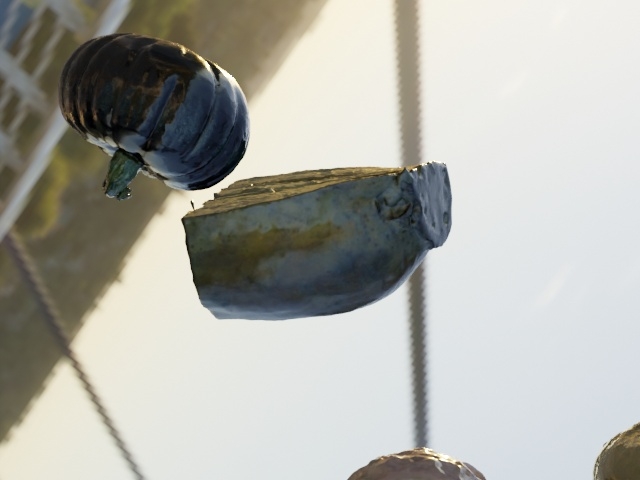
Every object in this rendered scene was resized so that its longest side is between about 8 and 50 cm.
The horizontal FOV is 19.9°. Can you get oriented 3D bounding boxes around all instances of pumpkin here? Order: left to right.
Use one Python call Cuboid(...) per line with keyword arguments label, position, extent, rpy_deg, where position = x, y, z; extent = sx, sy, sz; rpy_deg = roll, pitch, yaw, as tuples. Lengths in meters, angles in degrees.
Cuboid(label="pumpkin", position=(-0.160, -0.127, 1.764), extent=(0.194, 0.194, 0.150), rpy_deg=(-47, -155, 53))

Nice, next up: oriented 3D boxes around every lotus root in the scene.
Cuboid(label="lotus root", position=(0.014, -0.004, 1.953), extent=(0.260, 0.149, 0.267), rpy_deg=(-8, -171, 11))

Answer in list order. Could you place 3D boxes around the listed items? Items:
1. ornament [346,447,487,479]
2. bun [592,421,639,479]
Cuboid(label="ornament", position=(0.129, 0.406, 2.424), extent=(0.259, 0.259, 0.225), rpy_deg=(-56, 162, -16))
Cuboid(label="bun", position=(0.494, 0.335, 2.193), extent=(0.234, 0.326, 0.362), rpy_deg=(-53, -135, -1))
